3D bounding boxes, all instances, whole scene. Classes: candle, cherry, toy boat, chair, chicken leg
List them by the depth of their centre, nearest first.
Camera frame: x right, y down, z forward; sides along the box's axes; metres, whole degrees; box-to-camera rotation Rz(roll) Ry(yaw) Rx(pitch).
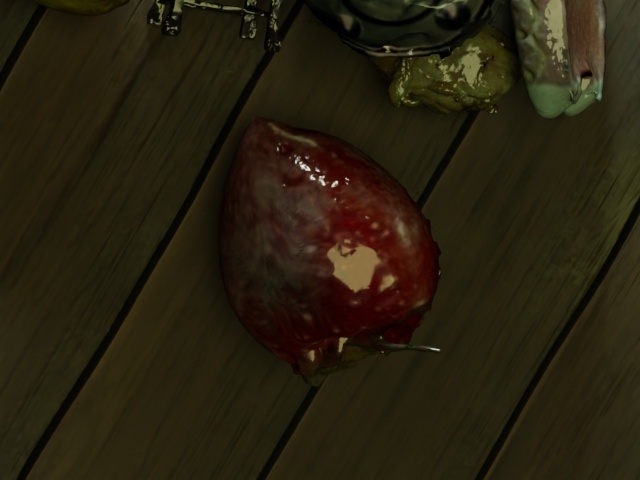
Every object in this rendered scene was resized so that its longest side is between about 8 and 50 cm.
[{"bbox_3d":[0.087,-0.317,1.372,0.187,0.330,0.187,8,134,8],"label":"candle"},{"bbox_3d":[-0.080,-0.289,1.379,0.106,0.113,0.229,6,100,-17],"label":"chair"},{"bbox_3d":[0.000,0.000,1.402,0.175,0.192,0.249,-37,101,-43],"label":"cherry"},{"bbox_3d":[0.078,-0.178,1.445,0.228,0.088,0.103,18,110,-16],"label":"chicken leg"},{"bbox_3d":[0.206,-0.226,1.452,0.085,0.155,0.227,0,96,27],"label":"toy boat"}]

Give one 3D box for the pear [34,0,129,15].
[{"bbox_3d":[-0.208,-0.269,1.326,0.149,0.149,0.162,-44,103,-5],"label":"pear"}]
